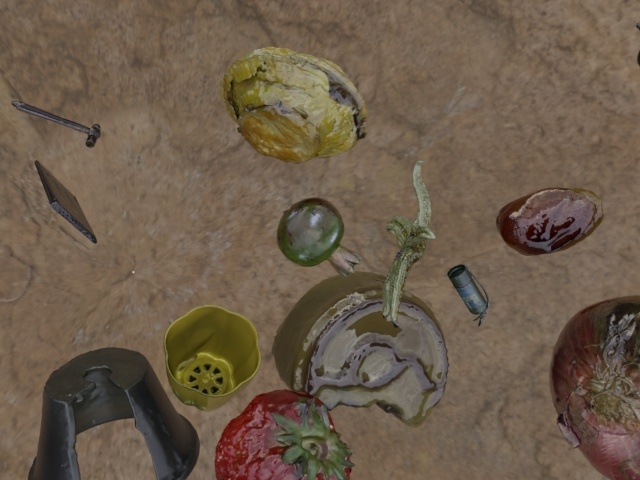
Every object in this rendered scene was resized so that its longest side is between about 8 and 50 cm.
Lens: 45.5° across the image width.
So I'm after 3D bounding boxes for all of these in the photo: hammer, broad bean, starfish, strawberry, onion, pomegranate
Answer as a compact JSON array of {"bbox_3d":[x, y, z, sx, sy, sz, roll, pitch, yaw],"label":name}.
[{"bbox_3d":[-0.528,-0.240,1.529,0.178,0.021,0.065,21,42,-23],"label":"hammer"},{"bbox_3d":[0.496,-0.048,1.657,0.229,0.122,0.156,-18,119,0],"label":"broad bean"},{"bbox_3d":[0.118,0.004,1.011,0.050,0.217,0.223,8,89,-1],"label":"starfish"},{"bbox_3d":[-0.083,0.408,1.382,0.257,0.277,0.257,28,50,-39],"label":"strawberry"},{"bbox_3d":[0.560,0.261,1.302,0.354,0.354,0.353,1,88,-14],"label":"onion"},{"bbox_3d":[0.000,0.000,1.166,0.142,0.114,0.114,40,79,-5],"label":"pomegranate"}]

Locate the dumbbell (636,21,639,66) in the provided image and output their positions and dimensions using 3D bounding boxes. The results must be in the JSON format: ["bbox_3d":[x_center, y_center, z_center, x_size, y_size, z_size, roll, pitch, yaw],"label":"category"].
[{"bbox_3d":[0.435,-0.221,0.932,0.069,0.069,0.147,-20,56,-14],"label":"dumbbell"}]

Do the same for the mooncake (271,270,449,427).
[{"bbox_3d":[0.093,0.278,1.784,0.394,0.246,0.393,-22,112,-19],"label":"mooncake"}]

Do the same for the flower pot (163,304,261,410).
[{"bbox_3d":[-0.227,0.256,1.549,0.195,0.179,0.195,7,56,-11],"label":"flower pot"}]

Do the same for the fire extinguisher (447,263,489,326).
[{"bbox_3d":[0.189,0.066,0.947,0.038,0.025,0.083,-42,115,-18],"label":"fire extinguisher"}]

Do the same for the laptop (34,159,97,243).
[{"bbox_3d":[-0.518,-0.080,1.557,0.016,0.197,0.135,-39,133,-2],"label":"laptop"}]

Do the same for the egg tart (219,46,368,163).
[{"bbox_3d":[-0.047,-0.193,1.177,0.241,0.241,0.105,27,58,-11],"label":"egg tart"}]

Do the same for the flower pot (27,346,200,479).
[{"bbox_3d":[-0.473,0.391,1.685,0.380,0.379,0.251,-13,114,-14],"label":"flower pot"}]
